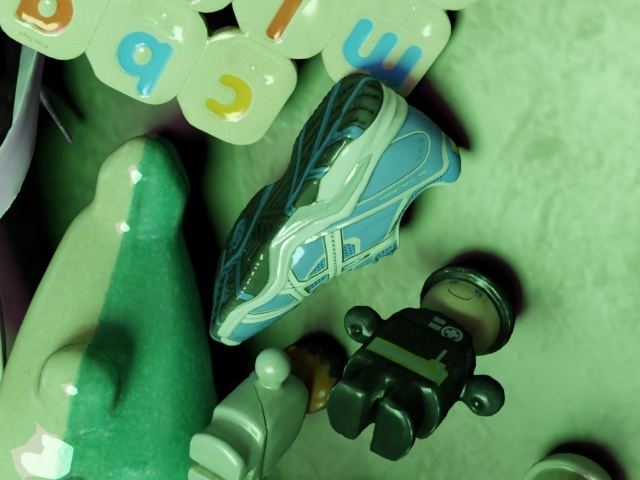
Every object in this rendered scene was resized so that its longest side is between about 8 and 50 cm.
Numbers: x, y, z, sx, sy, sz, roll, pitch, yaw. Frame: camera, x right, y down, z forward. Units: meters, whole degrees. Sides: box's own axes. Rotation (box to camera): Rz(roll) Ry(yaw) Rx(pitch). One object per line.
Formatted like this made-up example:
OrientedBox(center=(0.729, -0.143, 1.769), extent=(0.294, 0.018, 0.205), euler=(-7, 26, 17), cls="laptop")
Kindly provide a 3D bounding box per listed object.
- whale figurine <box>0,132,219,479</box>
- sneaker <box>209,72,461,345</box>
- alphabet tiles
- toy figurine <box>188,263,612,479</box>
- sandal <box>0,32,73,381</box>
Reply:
OrientedBox(center=(-0.119, 0.070, 0.678), extent=(0.141, 0.216, 0.272), euler=(17, 94, -5), cls="whale figurine")
OrientedBox(center=(0.000, 0.000, 0.625), extent=(0.081, 0.080, 0.211), euler=(23, 131, -23), cls="sneaker")
OrientedBox(center=(-0.045, -0.182, 0.536), extent=(0.284, 0.021, 0.278), euler=(25, 126, -16), cls="alphabet tiles")
OrientedBox(center=(0.049, 0.139, 0.636), extent=(0.209, 0.148, 0.213), euler=(-27, 99, 41), cls="toy figurine")
OrientedBox(center=(-0.224, -0.064, 0.711), extent=(0.169, 0.102, 0.416), euler=(30, 119, 56), cls="sandal")
